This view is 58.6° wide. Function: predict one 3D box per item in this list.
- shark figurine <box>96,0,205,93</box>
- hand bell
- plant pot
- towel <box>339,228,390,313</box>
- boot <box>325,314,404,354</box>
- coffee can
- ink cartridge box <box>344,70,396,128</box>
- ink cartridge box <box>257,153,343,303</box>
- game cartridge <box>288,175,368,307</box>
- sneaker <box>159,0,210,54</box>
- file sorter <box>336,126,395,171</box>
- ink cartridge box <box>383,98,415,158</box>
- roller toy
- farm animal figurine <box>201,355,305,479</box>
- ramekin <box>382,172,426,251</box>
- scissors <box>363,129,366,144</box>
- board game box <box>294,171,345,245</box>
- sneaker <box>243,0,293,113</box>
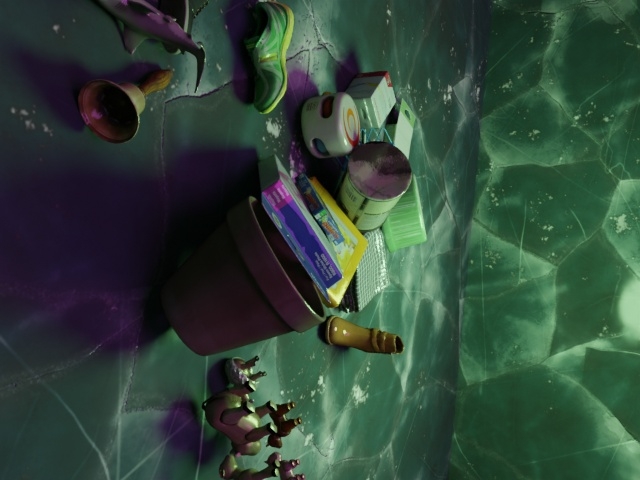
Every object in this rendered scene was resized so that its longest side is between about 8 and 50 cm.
[{"bbox_3d":[-0.338,-0.410,1.146,0.116,0.278,0.166,-53,-170,17],"label":"shark figurine"},{"bbox_3d":[-0.368,-0.303,1.165,0.242,0.126,0.126,-65,146,-54],"label":"hand bell"},{"bbox_3d":[-0.185,0.110,1.275,0.323,0.280,0.323,57,5,-8],"label":"plant pot"},{"bbox_3d":[0.145,0.098,2.051,0.235,0.121,0.284,-41,128,-49],"label":"towel"},{"bbox_3d":[0.156,0.345,2.002,0.283,0.220,0.109,45,56,-53],"label":"boot"},{"bbox_3d":[0.160,-0.166,1.839,0.275,0.201,0.201,115,-6,-68],"label":"coffee can"},{"bbox_3d":[0.167,-0.490,1.999,0.176,0.127,0.128,-59,141,-38],"label":"ink cartridge box"},{"bbox_3d":[-0.050,-0.042,1.497,0.324,0.071,0.330,57,5,-25],"label":"ink cartridge box"},{"bbox_3d":[0.000,0.000,1.762,0.324,0.052,0.285,50,50,-28],"label":"game cartridge"},{"bbox_3d":[-0.287,-0.512,1.263,0.118,0.083,0.222,2,91,-60],"label":"sneaker"},{"bbox_3d":[0.146,-0.314,1.949,0.104,0.170,0.118,52,50,-46],"label":"file sorter"},{"bbox_3d":[0.326,-0.441,2.354,0.171,0.056,0.235,33,63,-57],"label":"ink cartridge box"},{"bbox_3d":[0.027,-0.356,1.762,0.191,0.146,0.209,-34,117,-64],"label":"roller toy"},{"bbox_3d":[-0.185,0.499,1.434,0.327,0.172,0.330,58,15,-15],"label":"farm animal figurine"},{"bbox_3d":[0.309,-0.114,2.171,0.303,0.148,0.303,-11,90,-79],"label":"ramekin"},{"bbox_3d":[0.161,-0.282,2.123,0.109,0.021,0.297,-32,122,-52],"label":"scissors"},{"bbox_3d":[-0.003,-0.092,1.620,0.136,0.035,0.201,53,6,-39],"label":"board game box"},{"bbox_3d":[-0.152,-0.483,1.505,0.123,0.109,0.295,5,91,-37],"label":"sneaker"}]
